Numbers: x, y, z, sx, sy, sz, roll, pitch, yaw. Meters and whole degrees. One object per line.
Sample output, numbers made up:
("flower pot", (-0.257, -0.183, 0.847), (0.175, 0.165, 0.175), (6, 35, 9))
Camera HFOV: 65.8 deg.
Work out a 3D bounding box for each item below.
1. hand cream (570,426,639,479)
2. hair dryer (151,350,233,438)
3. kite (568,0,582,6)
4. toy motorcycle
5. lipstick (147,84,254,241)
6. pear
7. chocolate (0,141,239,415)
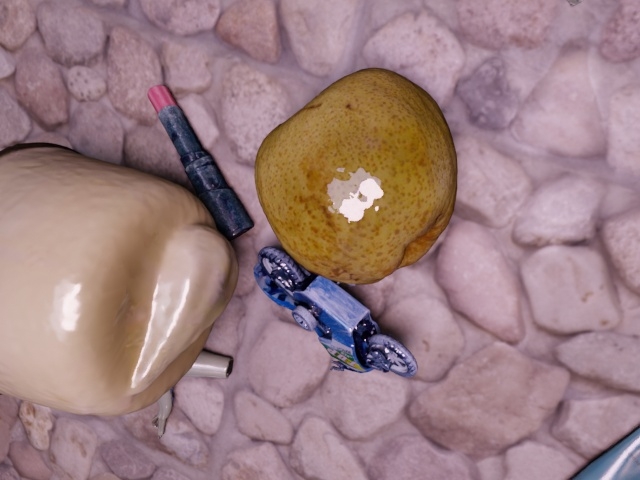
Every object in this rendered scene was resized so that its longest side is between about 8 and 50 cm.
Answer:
("hand cream", (0.391, 0.278, 0.607), (0.083, 0.048, 0.224), (46, 106, 5))
("hair dryer", (-0.211, 0.237, 0.779), (0.167, 0.067, 0.200), (-4, 112, 12))
("kite", (0.211, -0.361, 0.532), (0.229, 0.012, 0.250), (-37, 91, 22))
("toy motorcycle", (0.011, 0.099, 0.645), (0.254, 0.092, 0.136), (37, 154, 14))
("lipstick", (-0.174, -0.107, 0.685), (0.053, 0.053, 0.234), (-31, 90, 21))
("pear", (0.049, -0.064, 0.550), (0.228, 0.188, 0.211), (-36, 86, 8))
("chocolate", (-0.268, 0.070, 0.598), (0.296, 0.314, 0.327), (22, 106, 19))
